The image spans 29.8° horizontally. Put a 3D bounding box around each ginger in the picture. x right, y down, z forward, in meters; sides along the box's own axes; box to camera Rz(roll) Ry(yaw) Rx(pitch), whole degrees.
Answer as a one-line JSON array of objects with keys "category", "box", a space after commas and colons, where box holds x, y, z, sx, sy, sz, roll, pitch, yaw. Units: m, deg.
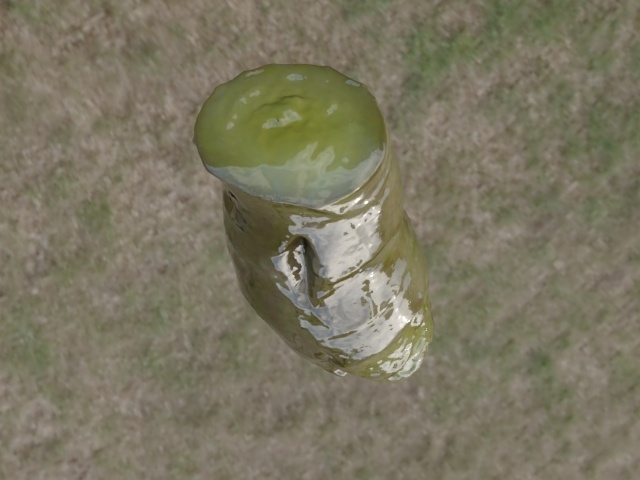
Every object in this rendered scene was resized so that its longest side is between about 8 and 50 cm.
[{"category": "ginger", "box": [0.000, 0.000, 0.686, 0.109, 0.116, 0.263, -22, 150, 0]}]
